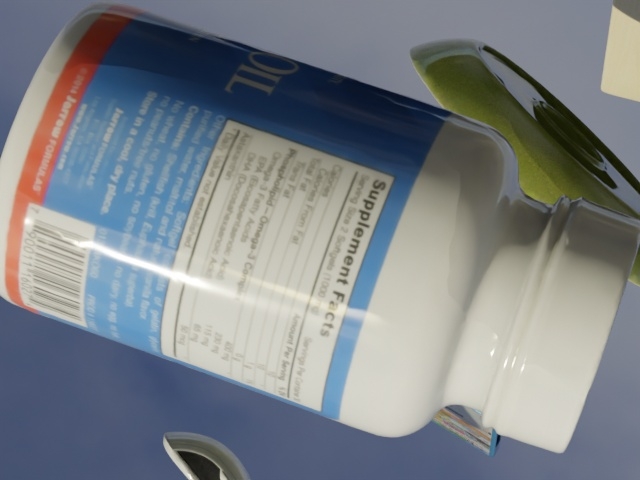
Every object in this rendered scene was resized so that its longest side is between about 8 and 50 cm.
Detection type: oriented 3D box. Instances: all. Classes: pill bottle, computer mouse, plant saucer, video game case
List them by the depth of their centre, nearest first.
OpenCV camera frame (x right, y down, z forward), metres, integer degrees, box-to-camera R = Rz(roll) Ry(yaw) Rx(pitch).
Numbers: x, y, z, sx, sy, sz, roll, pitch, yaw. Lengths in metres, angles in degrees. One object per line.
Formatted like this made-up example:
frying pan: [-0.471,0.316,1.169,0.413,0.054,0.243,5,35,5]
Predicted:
pill bottle: [0.000,0.000,0.700,0.221,0.124,0.124,19,-135,6]
plant saucer: [0.161,-0.063,1.300,0.241,0.037,0.241,39,-164,-13]
video game case: [0.099,0.132,1.575,0.119,0.166,0.015,31,-102,11]
computer mouse: [-0.069,0.240,1.724,0.193,0.042,0.106,49,-178,-8]

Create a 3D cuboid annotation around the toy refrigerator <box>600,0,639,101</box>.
toy refrigerator: [0.293,-0.220,1.495,0.102,0.269,0.094,15,-119,12]
